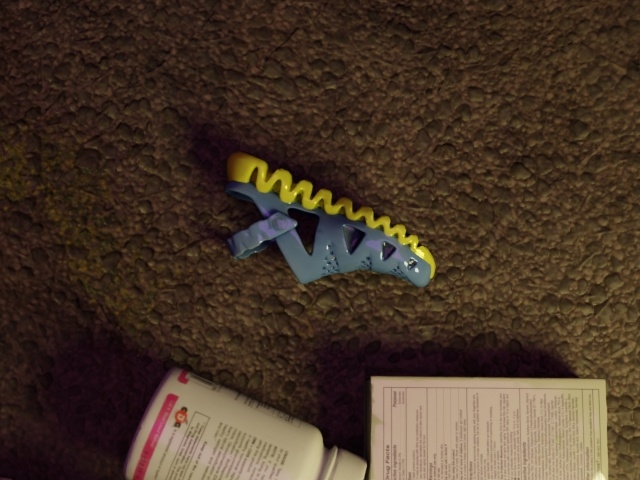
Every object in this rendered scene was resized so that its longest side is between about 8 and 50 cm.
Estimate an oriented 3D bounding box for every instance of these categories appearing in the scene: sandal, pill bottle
[{"bbox_3d":[0.000,0.000,1.453,0.317,0.126,0.138,22,85,9],"label":"sandal"},{"bbox_3d":[-0.095,0.288,1.381,0.283,0.160,0.160,23,82,2],"label":"pill bottle"}]

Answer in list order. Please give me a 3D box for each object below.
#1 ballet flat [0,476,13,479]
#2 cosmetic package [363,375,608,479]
[{"bbox_3d":[-0.409,0.346,1.423,0.168,0.057,0.052,39,55,0],"label":"ballet flat"},{"bbox_3d":[0.213,0.259,1.423,0.309,0.113,0.160,2,82,-1],"label":"cosmetic package"}]
